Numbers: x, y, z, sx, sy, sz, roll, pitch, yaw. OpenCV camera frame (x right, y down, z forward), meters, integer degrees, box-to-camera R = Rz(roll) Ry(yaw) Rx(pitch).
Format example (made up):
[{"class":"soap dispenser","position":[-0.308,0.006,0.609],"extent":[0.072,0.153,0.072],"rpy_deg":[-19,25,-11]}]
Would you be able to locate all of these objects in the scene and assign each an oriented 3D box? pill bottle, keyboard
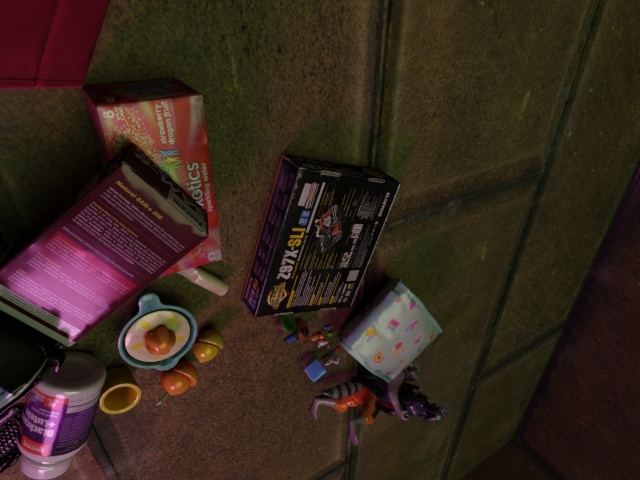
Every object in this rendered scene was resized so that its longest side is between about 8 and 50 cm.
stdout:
[{"class":"pill bottle","position":[-0.439,0.295,0.722],"extent":[0.108,0.108,0.193],"rpy_deg":[9,108,-41]},{"class":"keyboard","position":[-0.568,0.375,0.739],"extent":[0.192,0.038,0.100],"rpy_deg":[-39,135,-8]}]

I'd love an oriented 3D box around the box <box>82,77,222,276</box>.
[{"class":"box","position":[-0.231,-0.086,0.613],"extent":[0.128,0.123,0.256],"rpy_deg":[-17,126,-27]}]

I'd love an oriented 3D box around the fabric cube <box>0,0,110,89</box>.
[{"class":"fabric cube","position":[-0.290,-0.281,0.293],"extent":[0.254,0.259,0.258],"rpy_deg":[24,104,-18]}]

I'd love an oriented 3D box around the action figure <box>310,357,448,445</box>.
[{"class":"action figure","position":[0.177,0.426,1.210],"extent":[0.330,0.341,0.178],"rpy_deg":[-22,92,-33]}]

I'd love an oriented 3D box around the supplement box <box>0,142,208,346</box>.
[{"class":"supplement box","position":[-0.270,0.010,0.526],"extent":[0.240,0.073,0.130],"rpy_deg":[-36,123,8]}]

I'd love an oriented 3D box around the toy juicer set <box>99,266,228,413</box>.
[{"class":"toy juicer set","position":[-0.260,0.173,0.790],"extent":[0.209,0.089,0.328],"rpy_deg":[12,108,-37]}]

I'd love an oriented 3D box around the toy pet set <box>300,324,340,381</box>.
[{"class":"toy pet set","position":[0.007,0.301,1.103],"extent":[0.114,0.065,0.122],"rpy_deg":[-37,134,-11]}]

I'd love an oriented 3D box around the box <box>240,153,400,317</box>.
[{"class":"box","position":[0.000,0.000,0.885],"extent":[0.257,0.079,0.321],"rpy_deg":[1,118,-36]}]

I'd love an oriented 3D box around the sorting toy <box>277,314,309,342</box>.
[{"class":"sorting toy","position":[-0.071,0.208,0.998],"extent":[0.042,0.061,0.102],"rpy_deg":[-28,135,29]}]

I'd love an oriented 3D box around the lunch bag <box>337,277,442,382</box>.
[{"class":"lunch bag","position":[0.171,0.228,1.114],"extent":[0.223,0.160,0.262],"rpy_deg":[-45,141,-2]}]

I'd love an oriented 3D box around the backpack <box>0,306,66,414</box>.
[{"class":"backpack","position":[-0.474,0.161,0.535],"extent":[0.253,0.225,0.191],"rpy_deg":[-43,113,-1]}]
